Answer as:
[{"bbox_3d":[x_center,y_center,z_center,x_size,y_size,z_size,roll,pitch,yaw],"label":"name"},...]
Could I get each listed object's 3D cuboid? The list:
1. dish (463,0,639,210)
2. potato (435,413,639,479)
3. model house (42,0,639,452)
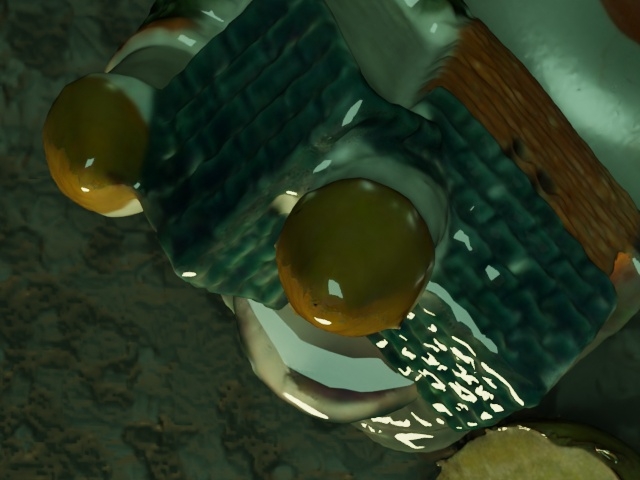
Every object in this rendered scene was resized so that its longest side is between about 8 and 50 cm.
[{"bbox_3d":[0.172,-0.116,0.929,0.260,0.085,0.260,16,129,21],"label":"dish"},{"bbox_3d":[0.105,0.149,0.991,0.172,0.089,0.101,-36,74,30],"label":"potato"},{"bbox_3d":[0.000,0.000,0.846,0.190,0.301,0.271,-39,95,18],"label":"model house"}]
